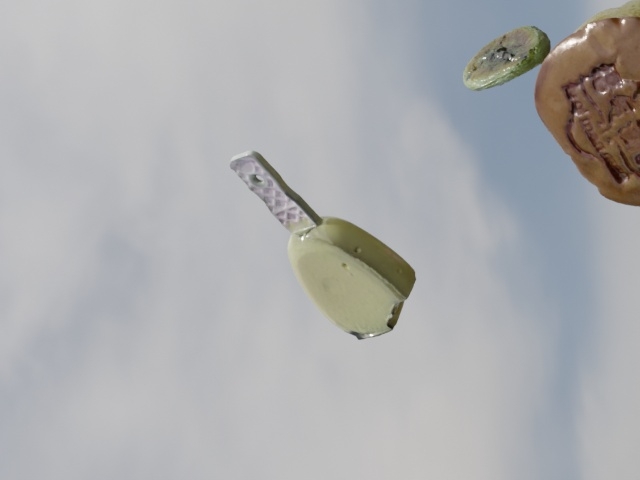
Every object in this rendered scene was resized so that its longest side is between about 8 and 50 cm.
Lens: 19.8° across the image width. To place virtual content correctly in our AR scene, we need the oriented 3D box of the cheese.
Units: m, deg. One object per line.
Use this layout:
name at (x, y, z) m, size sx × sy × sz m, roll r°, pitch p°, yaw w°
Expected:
cheese at (0.000, 0.000, 1.869) m, size 0.255 × 0.127 × 0.050 m, roll 48°, pitch -131°, yaw -27°

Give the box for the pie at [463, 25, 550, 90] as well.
pie at (0.152, -0.150, 1.508) m, size 0.021 × 0.084 × 0.084 m, roll 56°, pitch -152°, yaw -23°

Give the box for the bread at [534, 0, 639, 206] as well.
bread at (0.230, -0.112, 1.390) m, size 0.086 × 0.125 × 0.156 m, roll -49°, pitch -21°, yaw -50°
